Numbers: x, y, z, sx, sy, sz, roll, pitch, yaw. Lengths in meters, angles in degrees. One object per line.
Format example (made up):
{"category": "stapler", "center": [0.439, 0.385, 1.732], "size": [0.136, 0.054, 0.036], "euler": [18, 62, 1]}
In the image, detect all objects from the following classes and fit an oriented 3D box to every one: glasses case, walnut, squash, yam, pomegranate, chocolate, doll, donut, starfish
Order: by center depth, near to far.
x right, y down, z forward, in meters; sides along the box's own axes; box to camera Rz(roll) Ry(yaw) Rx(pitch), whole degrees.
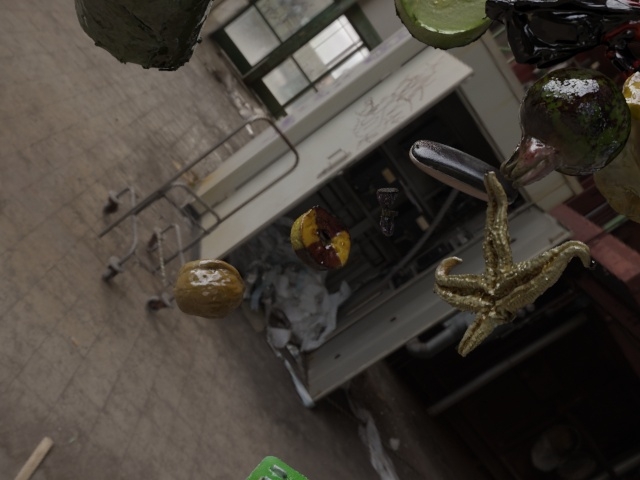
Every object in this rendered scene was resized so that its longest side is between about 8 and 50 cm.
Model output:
{"category": "doll", "center": [0.323, -0.264, 0.723], "size": [0.088, 0.249, 0.127], "euler": [83, 14, -57]}
{"category": "pomegranate", "center": [0.291, -0.136, 0.738], "size": [0.138, 0.163, 0.125], "euler": [50, 21, -38]}
{"category": "yam", "center": [-0.223, -0.370, 0.783], "size": [0.195, 0.195, 0.300], "euler": [55, -28, 2]}
{"category": "squash", "center": [0.235, -0.466, 1.082], "size": [0.220, 0.220, 0.133], "euler": [54, 12, -3]}
{"category": "donut", "center": [0.000, 0.000, 1.238], "size": [0.140, 0.059, 0.140], "euler": [20, 60, -38]}
{"category": "starfish", "center": [0.367, 0.046, 1.241], "size": [0.082, 0.432, 0.324], "euler": [5, 50, -15]}
{"category": "walnut", "center": [-0.256, 0.109, 1.382], "size": [0.166, 0.167, 0.149], "euler": [-107, -159, -62]}
{"category": "glasses case", "center": [0.392, -0.188, 1.631], "size": [0.314, 0.075, 0.122], "euler": [25, 37, 2]}
{"category": "chocolate", "center": [0.200, -0.079, 1.733], "size": [0.072, 0.070, 0.147], "euler": [-29, 116, -43]}

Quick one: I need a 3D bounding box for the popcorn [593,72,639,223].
{"category": "popcorn", "center": [0.542, -0.123, 0.848], "size": [0.297, 0.281, 0.315], "euler": [118, -46, -78]}

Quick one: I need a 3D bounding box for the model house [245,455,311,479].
{"category": "model house", "center": [-0.042, 0.649, 1.107], "size": [0.358, 0.312, 0.242], "euler": [25, 22, 14]}
